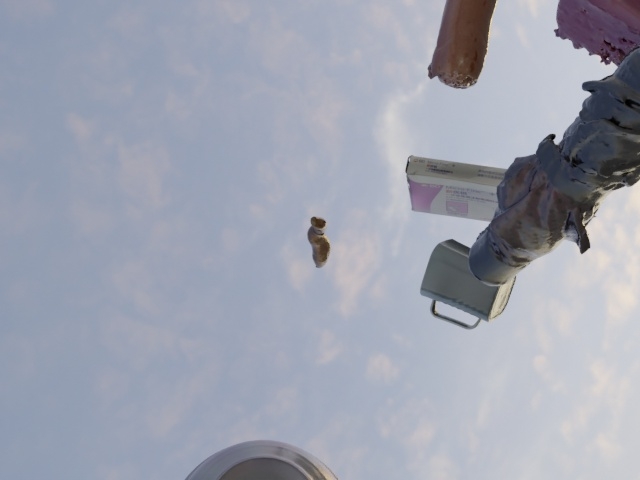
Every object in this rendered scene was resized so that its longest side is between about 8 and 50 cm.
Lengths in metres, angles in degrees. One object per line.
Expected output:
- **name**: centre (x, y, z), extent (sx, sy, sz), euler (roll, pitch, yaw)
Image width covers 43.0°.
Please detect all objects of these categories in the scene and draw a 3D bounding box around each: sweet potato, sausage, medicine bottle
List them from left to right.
- **sweet potato**: centre (-0.004, -0.002, 1.401), extent (0.044, 0.044, 0.179), euler (-49, -21, -23)
- **medicine bottle**: centre (0.265, -0.096, 1.529), extent (0.171, 0.201, 0.052), euler (68, -146, -67)
- **sausage**: centre (0.265, -0.460, 1.347), extent (0.094, 0.094, 0.419), euler (14, -91, -42)

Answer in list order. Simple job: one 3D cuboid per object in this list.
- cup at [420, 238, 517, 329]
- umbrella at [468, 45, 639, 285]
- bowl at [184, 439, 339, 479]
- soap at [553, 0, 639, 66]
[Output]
- **cup**: centre (0.232, 0.078, 1.309), extent (0.095, 0.129, 0.128), euler (-11, -59, -56)
- **umbrella**: centre (0.211, -0.052, 0.696), extent (0.094, 0.326, 0.090), euler (28, -125, -4)
- **bowl**: centre (-0.084, 0.410, 1.161), extent (0.287, 0.287, 0.144), euler (-41, -23, -28)
- **soap**: centre (0.373, -0.322, 0.813), extent (0.220, 0.127, 0.325), euler (41, -100, 11)
